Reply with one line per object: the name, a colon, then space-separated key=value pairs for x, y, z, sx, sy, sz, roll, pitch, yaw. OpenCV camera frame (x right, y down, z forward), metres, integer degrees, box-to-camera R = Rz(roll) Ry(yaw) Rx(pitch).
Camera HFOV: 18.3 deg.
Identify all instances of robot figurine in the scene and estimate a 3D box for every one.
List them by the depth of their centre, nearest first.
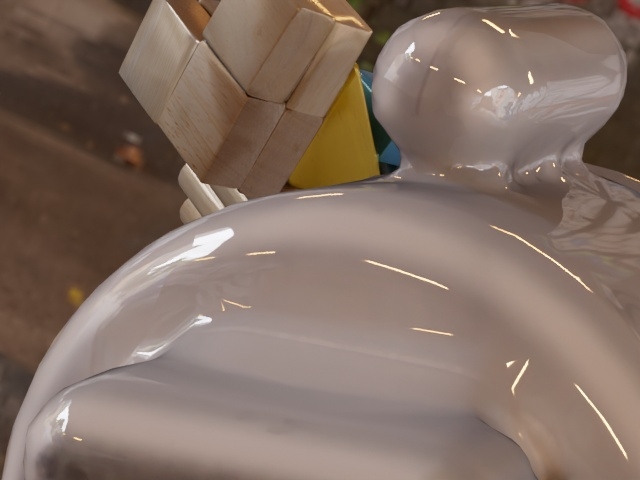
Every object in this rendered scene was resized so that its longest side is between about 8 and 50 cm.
robot figurine: x=0.041 y=0.079 z=0.591 sx=0.199 sy=0.300 sz=0.353 roll=13 pitch=10 yaw=20

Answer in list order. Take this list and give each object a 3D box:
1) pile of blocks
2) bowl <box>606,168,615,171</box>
pile of blocks: x=0.000 y=0.000 z=0.907 sx=0.149 sy=0.362 sz=0.113 roll=-23 pitch=48 yaw=-17
bowl: x=0.139 y=0.008 z=1.095 sx=0.170 sy=0.080 sz=0.170 roll=1 pitch=-18 yaw=0
